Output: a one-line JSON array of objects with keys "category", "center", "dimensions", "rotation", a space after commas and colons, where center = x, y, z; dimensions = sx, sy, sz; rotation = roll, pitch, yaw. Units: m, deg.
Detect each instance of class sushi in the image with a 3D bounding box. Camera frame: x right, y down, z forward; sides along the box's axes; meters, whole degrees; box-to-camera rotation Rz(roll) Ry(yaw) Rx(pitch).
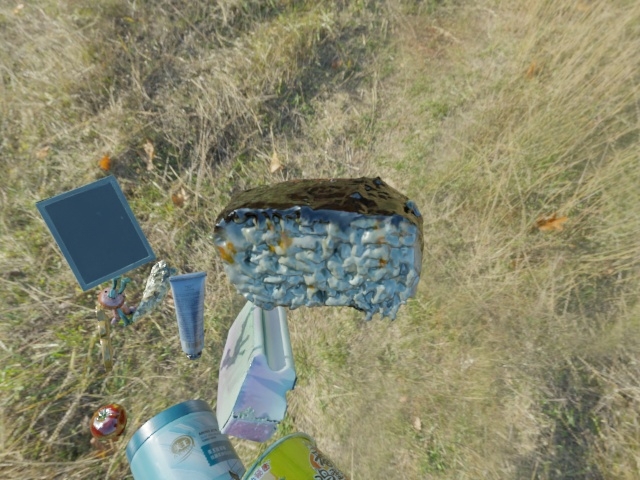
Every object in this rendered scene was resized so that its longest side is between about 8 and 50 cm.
[{"category": "sushi", "center": [0.000, 0.000, 0.465], "dimensions": [0.225, 0.126, 0.136], "rotation": [7, 116, 10]}]

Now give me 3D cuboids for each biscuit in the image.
[{"category": "biscuit", "center": [-0.746, 0.339, 1.448], "dimensions": [0.036, 0.166, 0.226], "rotation": [-8, 73, -29]}]

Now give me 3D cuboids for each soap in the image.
[{"category": "soap", "center": [-0.210, 0.406, 1.339], "dimensions": [0.156, 0.446, 0.261], "rotation": [28, 106, -21]}]

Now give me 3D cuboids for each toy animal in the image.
[{"category": "toy animal", "center": [-0.588, 0.190, 1.225], "dimensions": [0.100, 0.208, 0.103], "rotation": [-25, 61, -36]}]

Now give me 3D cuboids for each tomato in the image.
[{"category": "tomato", "center": [-0.530, 0.459, 1.048], "dimensions": [0.087, 0.075, 0.087], "rotation": [-9, 36, 7]}]

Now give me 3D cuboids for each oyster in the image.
[{"category": "oyster", "center": [-0.500, 0.154, 1.277], "dimensions": [0.106, 0.061, 0.200], "rotation": [10, 64, -17]}]

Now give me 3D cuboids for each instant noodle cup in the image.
[{"category": "instant noodle cup", "center": [-0.027, 0.534, 0.783], "dimensions": [0.200, 0.264, 0.264], "rotation": [19, 71, 39]}]

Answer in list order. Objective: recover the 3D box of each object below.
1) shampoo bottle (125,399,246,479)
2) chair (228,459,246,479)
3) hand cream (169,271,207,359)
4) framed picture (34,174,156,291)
[{"category": "shampoo bottle", "center": [-0.463, 0.814, 1.475], "dimensions": [0.331, 0.331, 0.342], "rotation": [-38, 55, -12]}, {"category": "chair", "center": [-0.251, 0.686, 1.206], "dimensions": [0.037, 0.042, 0.086], "rotation": [7, 37, 29]}, {"category": "hand cream", "center": [-0.321, 0.191, 1.042], "dimensions": [0.088, 0.256, 0.055], "rotation": [-6, 31, -19]}, {"category": "framed picture", "center": [-0.578, -0.021, 1.087], "dimensions": [0.197, 0.014, 0.252], "rotation": [-28, 95, -23]}]
